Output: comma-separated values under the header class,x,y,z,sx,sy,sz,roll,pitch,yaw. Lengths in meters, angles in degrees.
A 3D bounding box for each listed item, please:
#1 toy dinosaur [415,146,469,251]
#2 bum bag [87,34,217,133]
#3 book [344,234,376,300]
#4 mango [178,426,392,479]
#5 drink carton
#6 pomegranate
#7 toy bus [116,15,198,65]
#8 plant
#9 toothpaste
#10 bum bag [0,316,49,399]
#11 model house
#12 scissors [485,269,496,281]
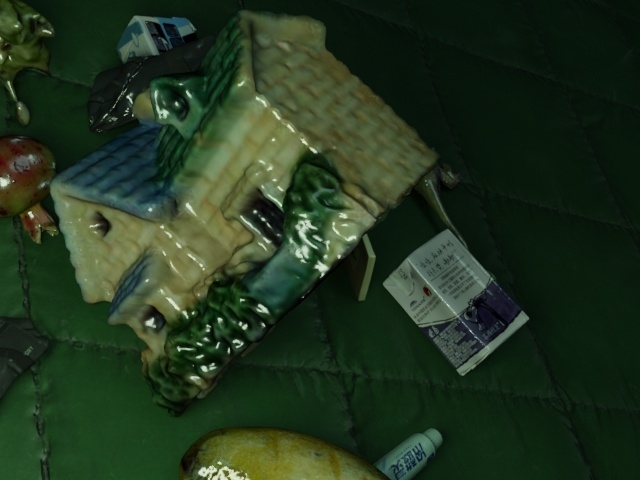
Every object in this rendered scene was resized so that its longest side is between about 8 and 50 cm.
class,x,y,z,sx,sy,sz,roll,pitch,yaw
toy dinosaur,0.226,-0.105,2.152,0.200,0.072,0.251,38,21,-21
bum bag,-0.265,-0.253,1.757,0.060,0.248,0.123,62,16,-66
book,0.050,-0.013,1.866,0.016,0.138,0.198,-10,57,-14
mango,-0.023,0.351,1.436,0.330,0.175,0.176,28,14,10
drink carton,0.237,0.105,1.923,0.134,0.102,0.222,-33,79,-39
pomegranate,-0.429,-0.070,1.516,0.129,0.129,0.159,-3,82,-43
toy bus,-0.237,-0.252,1.866,0.131,0.106,0.297,0,53,-39
plant,-0.565,-0.349,1.672,0.333,0.180,0.251,43,5,33
toothpaste,0.090,0.357,1.615,0.074,0.048,0.297,51,42,11
bum bag,-0.413,0.164,1.355,0.087,0.049,0.197,19,37,9
model house,-0.141,-0.072,1.501,0.400,0.445,0.395,47,40,3
scissors,0.255,0.070,2.054,0.133,0.020,0.187,43,39,5
